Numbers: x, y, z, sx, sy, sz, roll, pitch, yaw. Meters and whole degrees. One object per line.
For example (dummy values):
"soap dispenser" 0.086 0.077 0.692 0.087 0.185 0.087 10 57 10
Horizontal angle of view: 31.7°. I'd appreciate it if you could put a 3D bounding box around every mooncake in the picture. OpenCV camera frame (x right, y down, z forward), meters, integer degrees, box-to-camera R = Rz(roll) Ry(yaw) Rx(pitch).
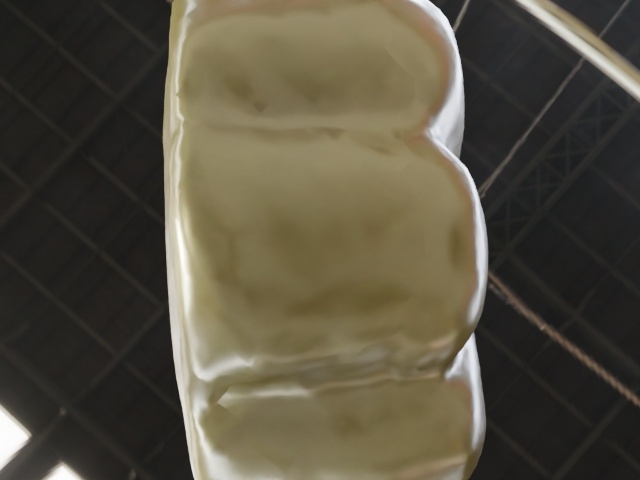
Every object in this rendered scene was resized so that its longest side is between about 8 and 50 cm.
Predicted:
"mooncake" 0.000 0.000 0.987 0.262 0.467 0.466 -2 -108 -1
